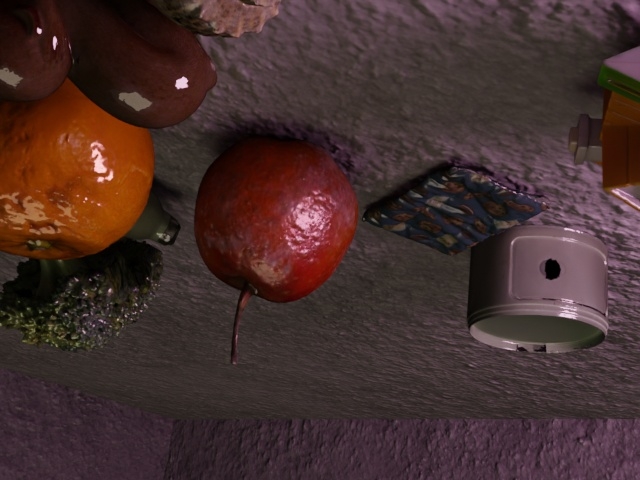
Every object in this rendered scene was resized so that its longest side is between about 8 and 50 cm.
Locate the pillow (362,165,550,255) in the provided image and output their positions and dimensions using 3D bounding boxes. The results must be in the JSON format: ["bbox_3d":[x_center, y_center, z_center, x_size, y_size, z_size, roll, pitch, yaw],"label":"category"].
[{"bbox_3d":[0.199,-0.042,1.303,0.189,0.034,0.255,18,156,-24],"label":"pillow"}]

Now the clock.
[{"bbox_3d":[0.419,-0.112,0.873,0.309,0.166,0.235,5,158,12],"label":"clock"}]

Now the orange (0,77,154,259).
[{"bbox_3d":[-0.342,-0.097,1.091,0.261,0.261,0.261,7,159,3],"label":"orange"}]

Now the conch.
[{"bbox_3d":[-0.116,-0.270,0.793,0.207,0.130,0.155,23,131,25],"label":"conch"}]

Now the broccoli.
[{"bbox_3d":[-0.433,0.066,1.440,0.302,0.249,0.375,27,-177,-26],"label":"broccoli"}]

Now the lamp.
[{"bbox_3d":[-0.331,-0.065,1.353,0.250,0.101,0.101,30,151,-23],"label":"lamp"}]

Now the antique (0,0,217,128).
[{"bbox_3d":[-0.231,-0.187,0.857,0.256,0.143,0.121,7,148,-35],"label":"antique"}]

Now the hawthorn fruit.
[{"bbox_3d":[-0.063,-0.027,1.189,0.231,0.263,0.235,-18,125,7],"label":"hawthorn fruit"}]

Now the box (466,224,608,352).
[{"bbox_3d":[0.359,0.086,1.415,0.226,0.149,0.226,6,158,2],"label":"box"}]
